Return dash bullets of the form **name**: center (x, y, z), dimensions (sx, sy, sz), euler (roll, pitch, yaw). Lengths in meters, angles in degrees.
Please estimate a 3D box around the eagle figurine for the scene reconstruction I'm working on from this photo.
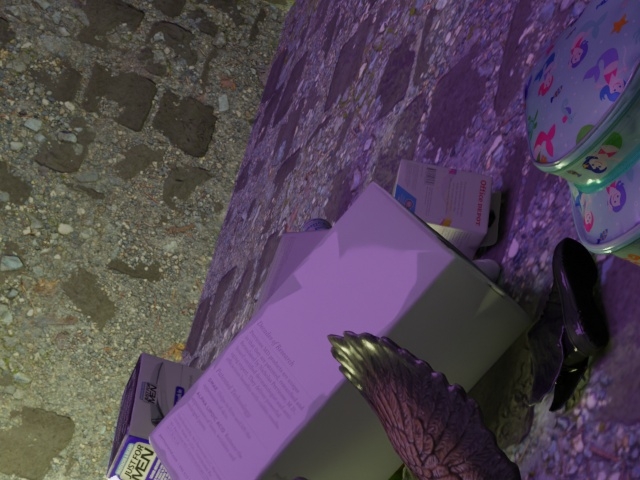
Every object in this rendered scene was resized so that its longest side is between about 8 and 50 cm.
- **eagle figurine**: center (0.111, 0.228, 0.723), dimensions (0.225, 0.298, 0.226), euler (-43, 30, 58)

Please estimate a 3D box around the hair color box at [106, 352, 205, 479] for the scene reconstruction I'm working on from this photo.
- **hair color box**: center (-0.140, 0.311, 1.419), dimensions (0.110, 0.339, 0.185), euler (-61, 17, 27)

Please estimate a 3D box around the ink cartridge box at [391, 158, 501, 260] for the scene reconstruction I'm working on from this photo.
- **ink cartridge box**: center (0.163, -0.036, 1.231), dimensions (0.090, 0.143, 0.092), euler (101, -179, -62)

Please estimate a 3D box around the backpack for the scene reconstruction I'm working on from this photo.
- **backpack**: center (0.292, -0.102, 0.780), dimensions (0.225, 0.191, 0.253), euler (128, 153, -46)

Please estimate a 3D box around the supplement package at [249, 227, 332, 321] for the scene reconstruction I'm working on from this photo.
- **supplement package**: center (0.024, 0.094, 1.453), dimensions (0.177, 0.175, 0.293), euler (-69, 15, -6)

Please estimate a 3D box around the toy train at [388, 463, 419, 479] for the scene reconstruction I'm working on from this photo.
- **toy train**: center (0.093, 0.267, 1.163), dimensions (0.248, 0.105, 0.143), euler (-101, 18, -51)

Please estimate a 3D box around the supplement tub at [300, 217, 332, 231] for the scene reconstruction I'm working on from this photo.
- **supplement tub**: center (0.000, 0.000, 1.871), dimensions (0.107, 0.071, 0.071), euler (-122, 54, -71)

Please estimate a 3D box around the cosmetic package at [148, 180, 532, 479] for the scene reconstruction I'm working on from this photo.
- **cosmetic package**: center (0.025, 0.152, 1.023), dimensions (0.385, 0.217, 0.156), euler (-49, 50, 3)

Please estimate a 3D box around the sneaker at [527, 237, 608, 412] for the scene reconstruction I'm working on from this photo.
- **sneaker**: center (0.242, 0.082, 0.941), dimensions (0.089, 0.051, 0.170), euler (-50, 27, 40)

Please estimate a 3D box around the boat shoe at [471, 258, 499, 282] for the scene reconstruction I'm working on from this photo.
- **boat shoe**: center (0.153, 0.087, 1.218), dimensions (0.226, 0.076, 0.083), euler (-33, 74, 54)
